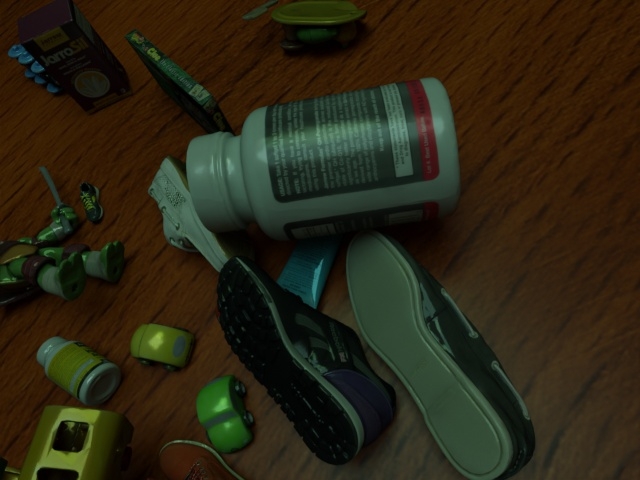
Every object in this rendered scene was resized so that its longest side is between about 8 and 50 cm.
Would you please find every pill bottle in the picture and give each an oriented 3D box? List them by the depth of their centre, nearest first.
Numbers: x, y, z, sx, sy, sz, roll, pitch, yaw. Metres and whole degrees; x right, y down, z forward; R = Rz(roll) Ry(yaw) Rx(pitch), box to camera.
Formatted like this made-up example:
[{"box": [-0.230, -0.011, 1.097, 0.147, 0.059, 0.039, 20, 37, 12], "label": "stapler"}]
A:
[{"box": [0.003, -0.094, 0.623, 0.319, 0.176, 0.176, -8, 62, 6], "label": "pill bottle"}, {"box": [-0.353, 0.185, 0.699, 0.117, 0.065, 0.065, 22, 71, 22], "label": "pill bottle"}]

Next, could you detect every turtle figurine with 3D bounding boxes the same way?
[{"box": [-0.458, -0.018, 0.753, 0.267, 0.198, 0.274, 12, 73, 14], "label": "turtle figurine"}]

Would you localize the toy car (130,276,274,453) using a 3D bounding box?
[{"box": [-0.148, 0.171, 0.655, 0.239, 0.053, 0.224, -26, 62, 4], "label": "toy car"}]

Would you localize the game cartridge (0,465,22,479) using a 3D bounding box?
[{"box": [-0.305, 0.443, 0.518, 0.286, 0.052, 0.323, 15, 68, -1], "label": "game cartridge"}]

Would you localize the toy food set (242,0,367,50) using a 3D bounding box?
[{"box": [-0.020, -0.402, 0.913, 0.218, 0.071, 0.128, 10, 43, 17], "label": "toy food set"}]

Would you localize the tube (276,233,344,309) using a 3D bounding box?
[{"box": [0.000, 0.000, 0.713, 0.080, 0.052, 0.207, 15, 72, 36], "label": "tube"}]

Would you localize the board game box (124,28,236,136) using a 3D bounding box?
[{"box": [-0.242, -0.262, 0.854, 0.030, 0.136, 0.260, -43, 62, -7], "label": "board game box"}]

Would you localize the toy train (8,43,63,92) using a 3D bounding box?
[{"box": [-0.587, -0.392, 1.042, 0.184, 0.080, 0.105, 32, 70, 26], "label": "toy train"}]

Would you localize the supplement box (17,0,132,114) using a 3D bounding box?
[{"box": [-0.462, -0.347, 0.922, 0.104, 0.188, 0.080, -25, 61, 1], "label": "supplement box"}]

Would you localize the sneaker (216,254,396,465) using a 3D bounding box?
[{"box": [-0.021, 0.132, 0.615, 0.283, 0.124, 0.107, 51, 128, 20], "label": "sneaker"}]

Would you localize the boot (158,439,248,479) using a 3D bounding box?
[{"box": [-0.145, 0.289, 0.583, 0.158, 0.084, 0.059, 20, 72, 24], "label": "boot"}]

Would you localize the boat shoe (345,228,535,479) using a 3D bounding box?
[{"box": [0.136, 0.126, 0.601, 0.112, 0.096, 0.335, -49, 52, 29], "label": "boat shoe"}]

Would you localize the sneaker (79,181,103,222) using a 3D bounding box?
[{"box": [-0.412, -0.068, 0.857, 0.031, 0.035, 0.083, -27, 61, 1], "label": "sneaker"}]

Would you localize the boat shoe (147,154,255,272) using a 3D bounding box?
[{"box": [-0.195, -0.023, 0.750, 0.096, 0.098, 0.277, -48, 50, 9], "label": "boat shoe"}]

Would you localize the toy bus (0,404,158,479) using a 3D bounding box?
[{"box": [-0.271, 0.275, 0.505, 0.191, 0.104, 0.202, -35, 69, -28], "label": "toy bus"}]
